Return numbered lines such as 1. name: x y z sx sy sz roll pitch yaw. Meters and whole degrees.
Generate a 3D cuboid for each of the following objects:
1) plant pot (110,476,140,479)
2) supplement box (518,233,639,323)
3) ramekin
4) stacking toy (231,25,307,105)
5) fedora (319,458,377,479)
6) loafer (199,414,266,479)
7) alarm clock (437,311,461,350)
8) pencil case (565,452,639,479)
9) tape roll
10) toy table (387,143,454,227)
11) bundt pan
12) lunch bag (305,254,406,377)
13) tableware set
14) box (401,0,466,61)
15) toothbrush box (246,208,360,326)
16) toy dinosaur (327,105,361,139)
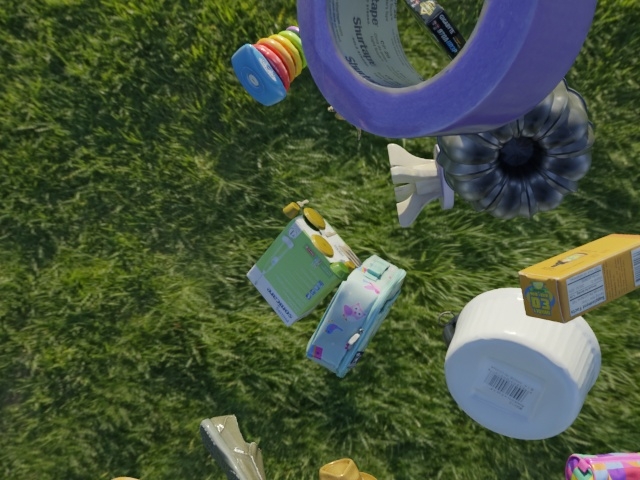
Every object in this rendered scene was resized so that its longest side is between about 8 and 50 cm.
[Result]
1. plant pot: -0.256 0.436 0.785 0.205 0.188 0.205 15 123 24
2. supplement box: 0.419 0.054 0.996 0.234 0.078 0.080 -15 101 -28
3. ramekin: 0.369 0.239 1.203 0.277 0.135 0.277 16 126 23
4. stacking toy: -0.083 -0.531 1.799 0.302 0.166 0.175 -43 107 -21
5. fedora: 0.051 0.611 1.633 0.195 0.194 0.079 -16 92 6
6. loafer: -0.148 0.451 1.294 0.087 0.094 0.251 -24 63 -31
7. alarm clock: 0.333 0.211 1.444 0.192 0.064 0.129 34 115 -27
8. pencil case: 0.631 0.483 1.328 0.237 0.104 0.104 0 88 -17
9. tape roll: 0.077 -0.164 0.429 0.189 0.080 0.188 12 107 43
10. toy table: 0.289 -0.173 1.846 0.161 0.274 0.252 -9 64 7
11. bundt pan: 0.410 -0.182 1.327 0.331 0.124 0.330 2 118 3
12. lunch bag: 0.082 0.146 1.332 0.108 0.279 0.224 33 108 8
13. tableware set: 0.000 0.000 1.021 0.024 0.104 0.154 -43 83 21
14. box: 0.248 -0.505 1.449 0.051 0.175 0.220 -39 49 16
15. toothbrush box: -0.055 0.082 1.869 0.206 0.122 0.283 49 126 11
16. toy dinosaur: 0.089 -0.342 1.744 0.093 0.183 0.053 -15 66 29
